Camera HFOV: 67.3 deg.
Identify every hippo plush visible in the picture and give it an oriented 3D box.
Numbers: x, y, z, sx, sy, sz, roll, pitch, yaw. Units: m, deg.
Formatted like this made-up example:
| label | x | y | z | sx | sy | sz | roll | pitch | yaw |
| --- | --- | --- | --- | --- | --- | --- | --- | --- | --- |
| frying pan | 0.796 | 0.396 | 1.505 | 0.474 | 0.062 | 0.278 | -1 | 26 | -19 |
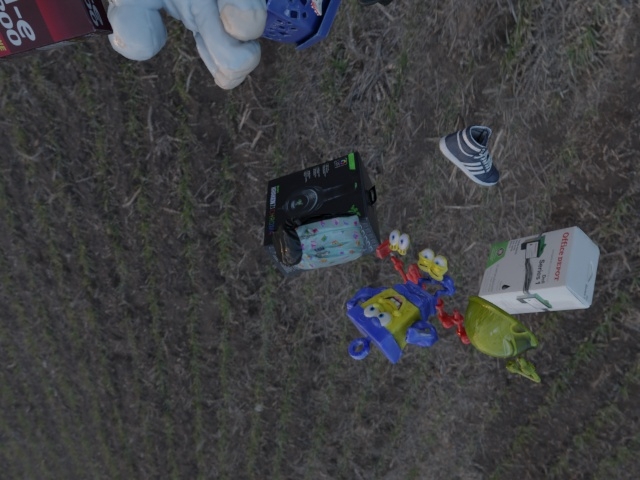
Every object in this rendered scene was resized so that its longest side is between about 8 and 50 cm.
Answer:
| label | x | y | z | sx | sy | sz | roll | pitch | yaw |
| --- | --- | --- | --- | --- | --- | --- | --- | --- | --- |
| hippo plush | -0.229 | -0.386 | 0.768 | 0.236 | 0.234 | 0.295 | -9 | 133 | -24 |

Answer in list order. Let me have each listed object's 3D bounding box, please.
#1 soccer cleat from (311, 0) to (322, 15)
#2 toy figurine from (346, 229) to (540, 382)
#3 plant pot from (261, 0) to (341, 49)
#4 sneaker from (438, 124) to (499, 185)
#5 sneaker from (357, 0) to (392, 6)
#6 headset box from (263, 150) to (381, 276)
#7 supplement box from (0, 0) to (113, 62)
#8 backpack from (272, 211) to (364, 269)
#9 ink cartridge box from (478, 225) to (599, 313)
| label | x | y | z | sx | sy | sz | roll | pitch | yaw |
| --- | --- | --- | --- | --- | --- | --- | --- | --- | --- |
| soccer cleat | -0.007 | -0.632 | 1.270 | 0.035 | 0.083 | 0.029 | -26 | 155 | 21 |
| toy figurine | 0.158 | 0.160 | 0.825 | 0.217 | 0.362 | 0.191 | -34 | 127 | -13 |
| plant pot | -0.069 | -0.739 | 1.493 | 0.212 | 0.236 | 0.236 | 21 | 89 | -25 |
| sneaker | 0.560 | -0.293 | 1.663 | 0.282 | 0.099 | 0.153 | 29 | 152 | -23 |
| sneaker | 0.174 | -0.692 | 1.360 | 0.170 | 0.089 | 0.051 | -35 | 83 | -7 |
| headset box | 0.013 | -0.070 | 1.228 | 0.282 | 0.247 | 0.131 | -15 | 137 | 16 |
| supplement box | -0.375 | -0.264 | 0.528 | 0.239 | 0.073 | 0.131 | -16 | 113 | 0 |
| backpack | 0.000 | 0.000 | 1.014 | 0.181 | 0.152 | 0.115 | -10 | 89 | -17 |
| ink cartridge box | 0.489 | 0.073 | 1.086 | 0.092 | 0.160 | 0.219 | 36 | 151 | -22 |
